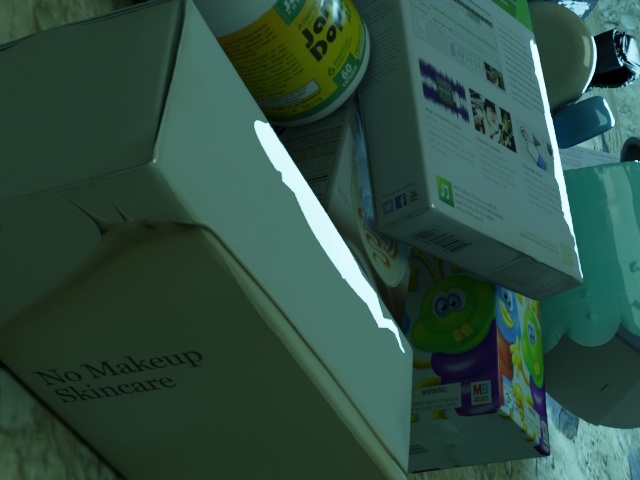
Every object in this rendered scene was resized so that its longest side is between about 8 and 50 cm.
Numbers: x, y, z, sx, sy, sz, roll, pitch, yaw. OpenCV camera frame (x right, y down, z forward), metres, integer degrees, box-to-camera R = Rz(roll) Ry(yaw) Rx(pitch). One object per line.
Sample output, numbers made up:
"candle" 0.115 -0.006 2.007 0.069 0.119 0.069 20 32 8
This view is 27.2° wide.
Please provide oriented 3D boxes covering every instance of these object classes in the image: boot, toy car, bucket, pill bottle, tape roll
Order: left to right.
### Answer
"pill bottle" -0.053 -0.176 0.940 0.208 0.117 0.118 44 39 -57
"toy car" 0.228 -0.195 1.615 0.238 0.210 0.219 6 61 -82
"bucket" 0.258 0.024 1.452 0.281 0.281 0.183 0 80 -69
"boot" 0.390 -0.241 2.027 0.246 0.207 0.094 25 56 -66
"tape roll" 0.407 0.106 1.761 0.169 0.246 0.246 117 -17 -49

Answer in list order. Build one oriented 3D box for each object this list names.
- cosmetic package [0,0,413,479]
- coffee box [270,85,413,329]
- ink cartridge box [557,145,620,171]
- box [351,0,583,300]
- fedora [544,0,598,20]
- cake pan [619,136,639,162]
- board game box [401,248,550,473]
"cosmetic package" -0.075 0.030 0.709 0.309 0.160 0.113 55 31 -45
"coffee box" 0.000 0.000 1.007 0.246 0.098 0.141 -77 146 -50
"ink cartridge box" 0.289 -0.021 1.690 0.066 0.189 0.232 106 -2 -66
"box" 0.114 -0.128 1.099 0.232 0.058 0.322 23 54 -47
"fedora" 0.348 -0.415 2.022 0.334 0.334 0.153 -35 142 -68
"cake pan" 0.415 0.017 1.531 0.293 0.054 0.293 -13 90 -89
"board game box" 0.115 0.054 1.208 0.144 0.142 0.275 43 41 -54
